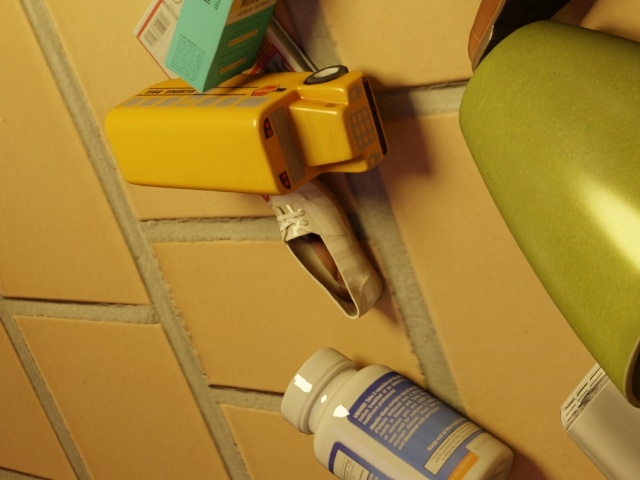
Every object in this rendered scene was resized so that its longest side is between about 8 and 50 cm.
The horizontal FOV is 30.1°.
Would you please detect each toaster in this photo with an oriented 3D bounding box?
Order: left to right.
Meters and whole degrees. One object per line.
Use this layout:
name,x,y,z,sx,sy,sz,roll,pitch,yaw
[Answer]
toaster,0.341,0.161,1.179,0.146,0.129,0.227,43,142,16

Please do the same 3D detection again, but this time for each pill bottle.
pill bottle,0.089,0.249,1.479,0.272,0.152,0.152,33,137,25

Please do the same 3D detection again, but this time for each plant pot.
plant pot,0.261,-0.055,1.019,0.293,0.275,0.274,47,144,33

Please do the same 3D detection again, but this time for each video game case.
video game case,-0.097,-0.198,1.431,0.285,0.025,0.204,52,141,2

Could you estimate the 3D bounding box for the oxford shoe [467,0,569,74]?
oxford shoe,0.189,-0.240,1.084,0.212,0.076,0.076,-57,34,39

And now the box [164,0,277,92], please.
box,-0.086,-0.282,1.273,0.060,0.100,0.244,37,131,14

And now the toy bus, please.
toy bus,-0.088,-0.123,1.352,0.333,0.130,0.108,6,122,43

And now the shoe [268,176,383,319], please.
shoe,0.000,0.000,1.434,0.076,0.058,0.219,-22,109,45
